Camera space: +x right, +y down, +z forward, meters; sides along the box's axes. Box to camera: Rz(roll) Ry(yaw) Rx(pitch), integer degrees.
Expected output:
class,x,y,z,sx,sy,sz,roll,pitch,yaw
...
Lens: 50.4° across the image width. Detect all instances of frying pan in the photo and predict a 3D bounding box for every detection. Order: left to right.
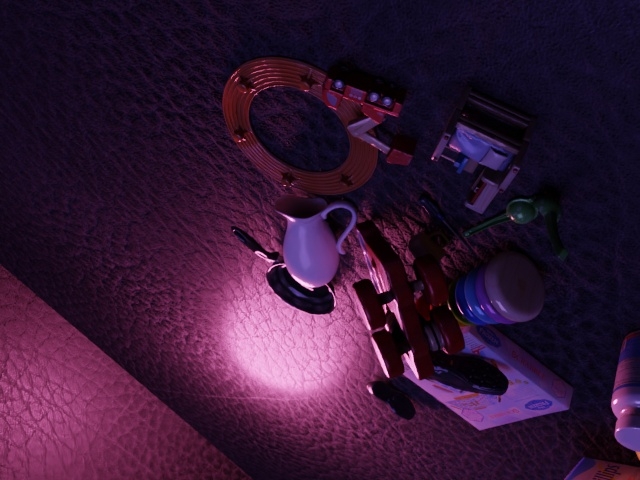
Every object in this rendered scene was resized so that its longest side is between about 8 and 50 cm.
class,x,y,z,sx,sy,sz,roll,pitch,yaw
frying pan,-0.099,0.082,1.718,0.326,0.053,0.197,33,145,-3

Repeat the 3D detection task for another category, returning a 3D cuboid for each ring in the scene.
class,x,y,z,sx,sy,sz,roll,pitch,yaw
ring,-0.047,-0.208,1.331,0.337,0.032,0.336,18,144,14

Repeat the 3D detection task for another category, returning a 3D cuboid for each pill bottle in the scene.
class,x,y,z,sx,sy,sz,roll,pitch,yaw
pill bottle,0.638,0.293,1.320,0.124,0.221,0.124,19,144,14

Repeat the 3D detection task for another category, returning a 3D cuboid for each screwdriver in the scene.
class,x,y,z,sx,sy,sz,roll,pitch,yaw
screwdriver,0.252,-0.036,1.358,0.024,0.025,0.170,-16,134,45

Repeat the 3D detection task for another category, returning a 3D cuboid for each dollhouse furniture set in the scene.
class,x,y,z,sx,sy,sz,roll,pitch,yaw
dollhouse furniture set,0.250,-0.130,1.135,0.129,0.129,0.183,26,145,4

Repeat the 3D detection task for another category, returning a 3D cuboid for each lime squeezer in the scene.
class,x,y,z,sx,sy,sz,roll,pitch,yaw
lime squeezer,0.368,-0.030,1.215,0.059,0.109,0.310,23,179,-20

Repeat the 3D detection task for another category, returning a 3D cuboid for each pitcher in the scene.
class,x,y,z,sx,sy,sz,roll,pitch,yaw
pitcher,0.000,0.000,1.499,0.178,0.125,0.207,0,127,13

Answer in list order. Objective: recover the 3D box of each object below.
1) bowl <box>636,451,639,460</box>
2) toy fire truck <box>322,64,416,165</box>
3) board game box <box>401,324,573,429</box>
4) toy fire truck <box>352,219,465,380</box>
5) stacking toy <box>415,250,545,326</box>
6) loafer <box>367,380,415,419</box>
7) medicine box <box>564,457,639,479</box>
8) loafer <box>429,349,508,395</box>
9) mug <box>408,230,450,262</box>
class,x,y,z,sx,sy,sz,roll,pitch,yaw
bowl,0.836,0.499,1.502,0.290,0.156,0.289,19,145,14
toy fire truck,0.088,-0.218,1.193,0.192,0.047,0.135,19,139,-1
board game box,0.389,0.336,1.683,0.318,0.066,0.319,38,144,-11
toy fire truck,0.161,0.126,1.415,0.169,0.254,0.302,-22,116,-2
stacking toy,0.308,0.133,1.435,0.141,0.141,0.330,38,148,-12
loafer,0.208,0.463,1.991,0.170,0.062,0.061,43,165,-13
medicine box,0.753,0.661,1.651,0.289,0.263,0.149,2,93,34
loafer,0.327,0.309,1.576,0.223,0.076,0.078,15,147,28
mug,0.221,0.013,1.413,0.064,0.078,0.062,48,175,-11
